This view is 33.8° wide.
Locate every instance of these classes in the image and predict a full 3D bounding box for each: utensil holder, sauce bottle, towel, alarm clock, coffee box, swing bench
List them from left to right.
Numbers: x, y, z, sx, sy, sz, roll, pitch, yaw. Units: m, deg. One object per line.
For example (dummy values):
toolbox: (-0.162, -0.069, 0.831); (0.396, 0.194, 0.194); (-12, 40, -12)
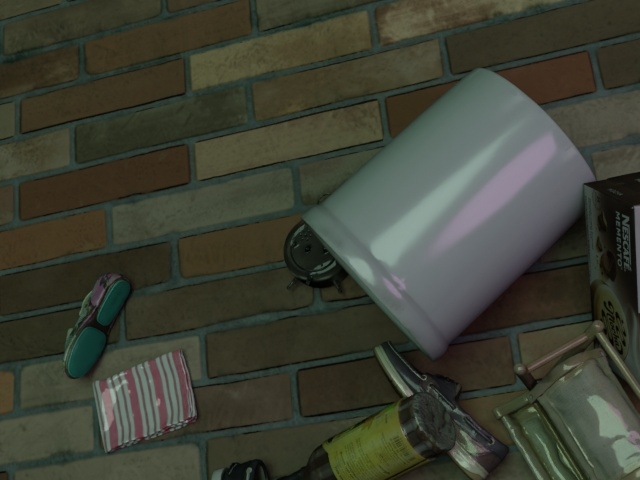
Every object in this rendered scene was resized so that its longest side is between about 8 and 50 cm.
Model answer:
towel: (-0.332, 0.299, 1.966); (0.197, 0.029, 0.144); (-21, 66, 11)
alarm clock: (0.000, 0.000, 1.942); (0.129, 0.064, 0.192); (3, 70, 19)
sauce bottle: (0.057, 0.361, 1.724); (0.344, 0.111, 0.111); (-33, 63, 28)
utensil holder: (0.217, -0.046, 1.742); (0.385, 0.327, 0.327); (-42, 65, -1)
swing bench: (0.408, 0.301, 1.612); (0.165, 0.255, 0.253); (-26, 66, -10)
coffee box: (0.497, 0.059, 1.607); (0.119, 0.168, 0.297); (-10, 107, -9)

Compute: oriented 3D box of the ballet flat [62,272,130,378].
ballet flat: (-0.444, 0.161, 2.034); (0.079, 0.077, 0.221); (12, 71, 40)

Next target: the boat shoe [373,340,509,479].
boat shoe: (0.200, 0.272, 1.764); (0.092, 0.103, 0.285); (-39, 68, -3)

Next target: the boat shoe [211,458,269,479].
boat shoe: (-0.113, 0.518, 1.773); (0.091, 0.114, 0.302); (-22, 67, 17)
